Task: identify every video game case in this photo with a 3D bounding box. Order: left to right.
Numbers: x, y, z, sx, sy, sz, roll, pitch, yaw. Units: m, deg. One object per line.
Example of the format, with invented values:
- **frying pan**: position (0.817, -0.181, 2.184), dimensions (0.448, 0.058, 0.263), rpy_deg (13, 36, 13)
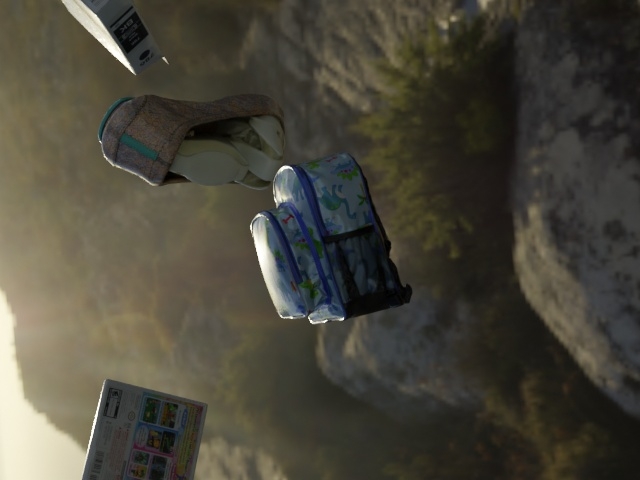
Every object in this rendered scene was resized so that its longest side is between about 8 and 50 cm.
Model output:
- **video game case**: position (-0.232, 0.273, 1.630), dimensions (0.019, 0.143, 0.157), rpy_deg (130, 153, -59)

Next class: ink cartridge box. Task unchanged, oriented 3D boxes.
- **ink cartridge box**: position (-0.328, -0.349, 1.850), dimensions (0.165, 0.065, 0.332), rpy_deg (44, 176, 11)

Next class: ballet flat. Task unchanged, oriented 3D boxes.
- **ballet flat**: position (-0.105, -0.095, 1.325), dimensions (0.106, 0.316, 0.107), rpy_deg (32, 112, 24)

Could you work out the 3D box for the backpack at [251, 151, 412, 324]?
- **backpack**: position (0.000, 0.000, 0.863), dimensions (0.105, 0.084, 0.114), rpy_deg (164, 93, -74)
